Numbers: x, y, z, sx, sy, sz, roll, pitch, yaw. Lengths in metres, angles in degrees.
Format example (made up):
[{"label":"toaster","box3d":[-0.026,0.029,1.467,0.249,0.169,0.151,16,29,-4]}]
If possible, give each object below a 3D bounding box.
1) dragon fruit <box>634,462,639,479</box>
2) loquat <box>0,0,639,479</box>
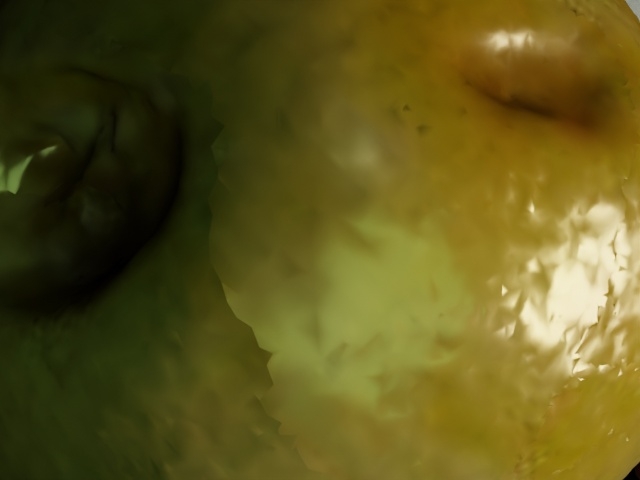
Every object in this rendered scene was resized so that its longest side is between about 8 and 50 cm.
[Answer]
[{"label":"dragon fruit","box3d":[0.201,0.132,0.546,0.227,0.224,0.224,7,104,-20]},{"label":"loquat","box3d":[-0.001,0.005,0.452,0.213,0.213,0.213,-4,107,-14]}]
